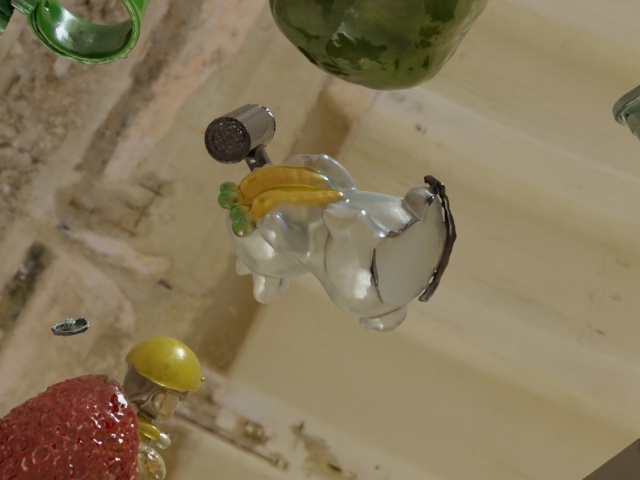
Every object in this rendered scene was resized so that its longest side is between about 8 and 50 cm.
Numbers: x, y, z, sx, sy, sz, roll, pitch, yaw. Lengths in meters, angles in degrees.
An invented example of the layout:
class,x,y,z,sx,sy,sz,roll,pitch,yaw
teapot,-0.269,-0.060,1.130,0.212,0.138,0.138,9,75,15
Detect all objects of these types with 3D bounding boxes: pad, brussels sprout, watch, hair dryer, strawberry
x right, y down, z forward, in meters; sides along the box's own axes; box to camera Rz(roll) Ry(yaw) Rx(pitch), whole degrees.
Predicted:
class,x,y,z,sx,sy,sz,roll,pitch,yaw
pad,0.430,0.332,1.446,0.127,0.004,0.190,-35,175,0
brussels sprout,0.095,-0.372,1.412,0.354,0.289,0.281,-16,130,-38
watch,-0.283,-0.275,1.163,0.165,0.152,0.131,-34,-142,34
hair dryer,-0.100,-0.122,1.804,0.089,0.251,0.197,-29,-174,15
strawberry,-0.381,0.326,1.502,0.277,0.257,0.257,-60,-178,-10

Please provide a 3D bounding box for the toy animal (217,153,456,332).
class,x,y,z,sx,sy,sz,roll,pitch,yaw
toy animal,-0.001,-0.007,1.259,0.310,0.247,0.183,9,-124,39

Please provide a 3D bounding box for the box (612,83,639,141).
class,x,y,z,sx,sy,sz,roll,pitch,yaw
box,0.570,-0.167,1.320,0.312,0.175,0.183,-37,-121,38

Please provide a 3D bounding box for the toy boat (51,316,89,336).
class,x,y,z,sx,sy,sz,roll,pitch,yaw
toy boat,-0.512,0.174,2.066,0.083,0.038,0.038,-12,144,-40

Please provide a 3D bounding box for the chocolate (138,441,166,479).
class,x,y,z,sx,sy,sz,roll,pitch,yaw
chocolate,-0.435,0.433,1.839,0.134,0.309,0.134,170,-90,-86

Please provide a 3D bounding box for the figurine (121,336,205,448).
class,x,y,z,sx,sy,sz,roll,pitch,yaw
figurine,-0.391,0.380,2.281,0.215,0.187,0.344,-40,-155,60
